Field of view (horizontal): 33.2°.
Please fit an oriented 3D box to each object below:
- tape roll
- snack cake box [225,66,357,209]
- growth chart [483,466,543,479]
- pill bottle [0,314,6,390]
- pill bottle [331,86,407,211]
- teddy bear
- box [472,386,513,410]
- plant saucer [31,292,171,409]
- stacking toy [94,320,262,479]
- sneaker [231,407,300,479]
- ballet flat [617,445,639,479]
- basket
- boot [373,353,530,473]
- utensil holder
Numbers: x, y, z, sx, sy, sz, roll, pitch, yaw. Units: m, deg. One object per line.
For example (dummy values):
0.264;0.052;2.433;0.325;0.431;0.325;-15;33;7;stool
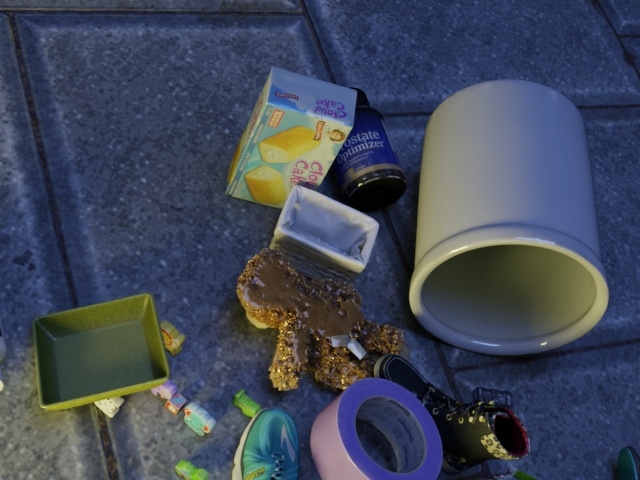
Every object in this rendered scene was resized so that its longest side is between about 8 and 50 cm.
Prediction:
0.085;0.307;1.611;0.189;0.080;0.189;20;47;-22;tape roll
-0.054;-0.166;1.847;0.152;0.264;0.089;15;53;-12;snack cake box
0.246;0.388;1.667;0.237;0.172;0.021;-2;89;-22;growth chart
-0.512;0.135;1.548;0.108;0.108;0.180;-4;59;-25;pill bottle
0.073;-0.172;1.997;0.122;0.123;0.219;-5;59;-25;pill bottle
0.001;0.156;1.765;0.338;0.113;0.245;21;58;-17;teddy bear
0.297;0.294;1.831;0.067;0.018;0.083;10;54;-16;box
-0.325;0.172;1.594;0.188;0.045;0.188;-12;42;-10;plant saucer
-0.211;0.246;1.633;0.221;0.052;0.167;39;52;6;stacking toy
-0.069;0.368;1.567;0.107;0.110;0.275;20;51;-18;sneaker
0.542;0.447;1.796;0.074;0.074;0.203;11;60;-15;ballet flat
0.000;0.000;1.859;0.167;0.103;0.113;24;51;-5;basket
0.206;0.261;1.678;0.236;0.178;0.085;53;55;-10;boot
0.325;-0.047;1.889;0.327;0.327;0.385;15;51;-12;utensil holder
